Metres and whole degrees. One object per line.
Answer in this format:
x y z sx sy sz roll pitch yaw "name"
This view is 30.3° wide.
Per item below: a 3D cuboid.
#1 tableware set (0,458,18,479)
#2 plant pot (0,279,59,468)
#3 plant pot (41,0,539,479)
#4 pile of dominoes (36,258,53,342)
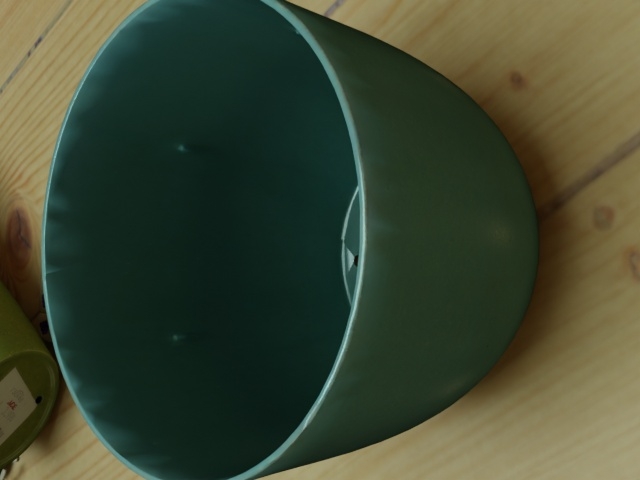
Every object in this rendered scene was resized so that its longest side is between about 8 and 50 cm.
-0.334 0.271 1.226 0.154 0.024 0.104 48 123 34 "tableware set"
-0.410 0.104 1.170 0.293 0.274 0.275 28 108 26 "plant pot"
0.000 0.000 0.759 0.293 0.235 0.293 -3 86 44 "plant pot"
-0.203 0.006 1.097 0.251 0.040 0.196 0 88 44 "pile of dominoes"
